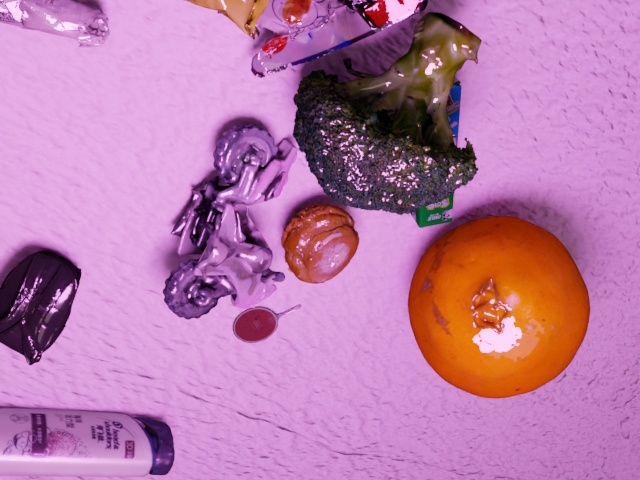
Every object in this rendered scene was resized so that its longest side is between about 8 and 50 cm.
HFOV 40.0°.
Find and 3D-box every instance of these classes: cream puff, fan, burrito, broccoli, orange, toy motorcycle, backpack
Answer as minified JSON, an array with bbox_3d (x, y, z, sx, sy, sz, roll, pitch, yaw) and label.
[{"bbox_3d":[-0.004,-0.002,1.450,0.126,0.103,0.144,-18,145,-29],"label":"cream puff"},{"bbox_3d":[-0.095,0.144,1.593,0.133,0.005,0.085,-22,128,0],"label":"fan"},{"bbox_3d":[-0.373,-0.300,1.139,0.203,0.064,0.064,14,120,-26],"label":"burrito"},{"bbox_3d":[0.104,-0.178,1.261,0.297,0.297,0.297,29,97,-33],"label":"broccoli"},{"bbox_3d":[0.304,0.113,1.512,0.311,0.312,0.312,-9,128,-12],"label":"orange"},{"bbox_3d":[-0.123,-0.018,1.389,0.188,0.143,0.327,13,106,-36],"label":"toy motorcycle"},{"bbox_3d":[-0.446,0.096,1.382,0.120,0.106,0.165,37,93,-13],"label":"backpack"}]

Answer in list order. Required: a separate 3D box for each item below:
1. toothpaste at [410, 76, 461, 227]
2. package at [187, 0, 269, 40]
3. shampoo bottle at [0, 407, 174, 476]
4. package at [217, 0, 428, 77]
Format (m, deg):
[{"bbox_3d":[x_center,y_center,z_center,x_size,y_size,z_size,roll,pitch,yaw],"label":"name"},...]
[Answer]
[{"bbox_3d":[0.187,-0.144,1.441,0.065,0.050,0.267,-12,129,-13],"label":"toothpaste"},{"bbox_3d":[-0.153,-0.368,1.128,0.226,0.090,0.168,17,109,-14],"label":"package"},{"bbox_3d":[-0.443,0.354,1.553,0.359,0.134,0.078,8,122,-25],"label":"shampoo bottle"},{"bbox_3d":[-0.006,-0.345,1.221,0.269,0.071,0.194,-32,121,2],"label":"package"}]
